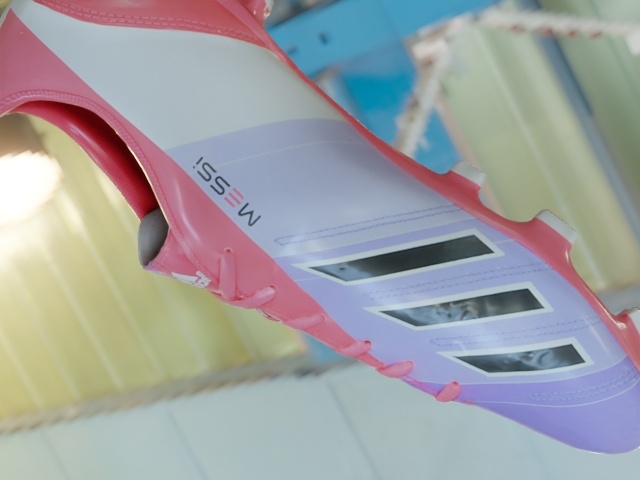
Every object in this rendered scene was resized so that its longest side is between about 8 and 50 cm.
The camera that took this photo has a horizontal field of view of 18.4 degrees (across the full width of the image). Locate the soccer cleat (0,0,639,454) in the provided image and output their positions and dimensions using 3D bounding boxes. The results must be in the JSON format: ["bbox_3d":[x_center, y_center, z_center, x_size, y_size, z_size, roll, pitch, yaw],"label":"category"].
[{"bbox_3d":[0.000,0.000,0.632,0.095,0.248,0.083,-51,-172,-15],"label":"soccer cleat"}]
